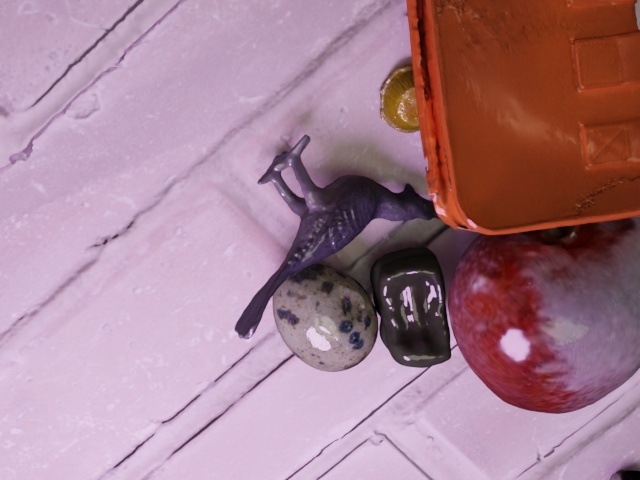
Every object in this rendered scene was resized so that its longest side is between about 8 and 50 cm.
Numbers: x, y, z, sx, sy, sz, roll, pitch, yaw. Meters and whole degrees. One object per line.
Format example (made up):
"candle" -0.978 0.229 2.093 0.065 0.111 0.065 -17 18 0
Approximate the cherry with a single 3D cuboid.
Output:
"cherry" 0.347 0.089 1.547 0.326 0.291 0.335 -47 138 -5

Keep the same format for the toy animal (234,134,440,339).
"toy animal" -0.004 -0.038 1.491 0.367 0.081 0.206 -31 94 -25

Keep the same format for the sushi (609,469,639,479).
"sushi" 0.527 0.465 1.848 0.078 0.090 0.150 7 108 -4

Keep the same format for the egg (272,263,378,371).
"egg" 0.005 0.107 1.560 0.141 0.141 0.182 -38 110 8

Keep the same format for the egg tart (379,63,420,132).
"egg tart" 0.132 -0.194 1.498 0.105 0.039 0.105 -5 117 -10

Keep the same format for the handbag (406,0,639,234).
"handbag" 0.276 -0.221 1.394 0.303 0.116 0.410 -7 92 -9

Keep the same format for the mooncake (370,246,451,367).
"mooncake" 0.135 0.099 1.565 0.104 0.175 0.168 -10 158 -9
